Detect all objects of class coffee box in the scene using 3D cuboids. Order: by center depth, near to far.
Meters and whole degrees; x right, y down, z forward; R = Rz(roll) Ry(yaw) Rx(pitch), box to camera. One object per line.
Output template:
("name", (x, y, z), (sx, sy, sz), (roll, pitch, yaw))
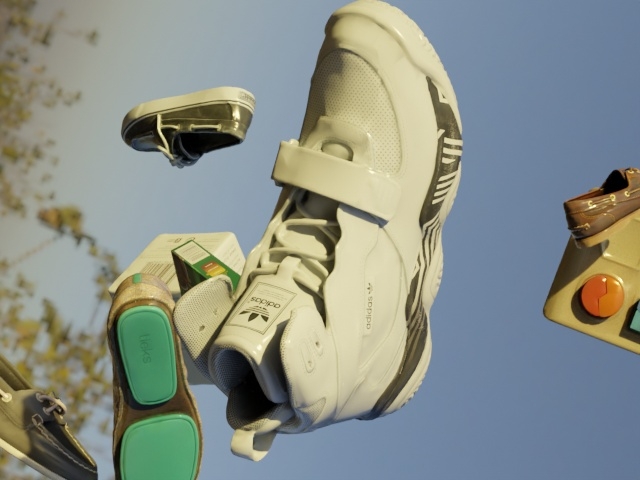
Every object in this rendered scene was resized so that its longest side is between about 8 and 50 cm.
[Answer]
("coffee box", (-0.132, 0.083, 1.995), (0.184, 0.040, 0.113), (34, -37, 47))

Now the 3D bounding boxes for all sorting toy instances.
("sorting toy", (0.482, 0.009, 2.182), (0.041, 0.229, 0.307), (36, 75, -78))

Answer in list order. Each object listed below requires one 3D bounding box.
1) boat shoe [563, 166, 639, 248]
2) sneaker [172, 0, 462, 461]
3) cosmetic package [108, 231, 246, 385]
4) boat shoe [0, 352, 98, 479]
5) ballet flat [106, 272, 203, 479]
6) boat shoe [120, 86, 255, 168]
("boat shoe", (0.415, -0.063, 2.024), (0.207, 0.073, 0.073), (-28, -172, -31))
("sneaker", (0.000, 0.000, 1.189), (0.210, 0.137, 0.366), (-23, 122, -49))
("cosmetic package", (-0.193, 0.104, 2.262), (0.151, 0.184, 0.151), (0, -145, 34))
("boat shoe", (-0.374, 0.163, 1.718), (0.095, 0.335, 0.112), (-54, 166, -3))
("ballet flat", (-0.191, 0.175, 1.712), (0.106, 0.107, 0.316), (-112, -158, -59))
("boat shoe", (-0.237, -0.180, 2.582), (0.306, 0.113, 0.105), (-8, -116, 36))
